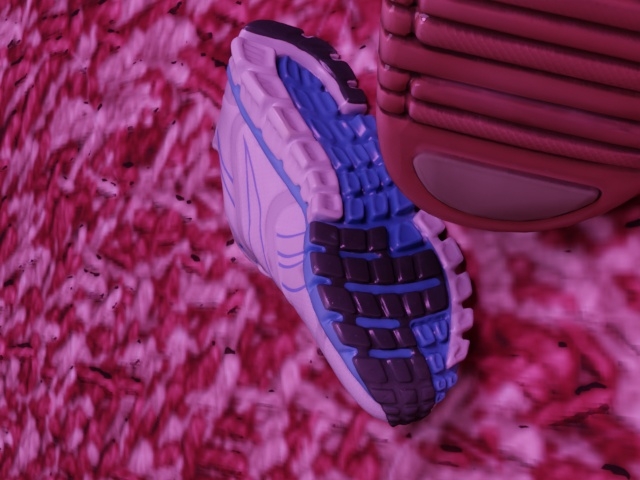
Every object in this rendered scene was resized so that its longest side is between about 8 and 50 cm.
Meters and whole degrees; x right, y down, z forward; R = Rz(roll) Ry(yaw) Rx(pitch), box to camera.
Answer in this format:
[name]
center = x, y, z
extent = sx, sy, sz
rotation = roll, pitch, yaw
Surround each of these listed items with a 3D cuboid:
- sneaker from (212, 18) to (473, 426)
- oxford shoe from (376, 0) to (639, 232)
[sneaker]
center = 0.000, 0.000, 0.456
extent = 0.083, 0.071, 0.191
rotation = -56, 44, 42
[oxford shoe]
center = 0.109, -0.185, 0.297
extent = 0.147, 0.140, 0.397
rotation = -97, 24, -56
